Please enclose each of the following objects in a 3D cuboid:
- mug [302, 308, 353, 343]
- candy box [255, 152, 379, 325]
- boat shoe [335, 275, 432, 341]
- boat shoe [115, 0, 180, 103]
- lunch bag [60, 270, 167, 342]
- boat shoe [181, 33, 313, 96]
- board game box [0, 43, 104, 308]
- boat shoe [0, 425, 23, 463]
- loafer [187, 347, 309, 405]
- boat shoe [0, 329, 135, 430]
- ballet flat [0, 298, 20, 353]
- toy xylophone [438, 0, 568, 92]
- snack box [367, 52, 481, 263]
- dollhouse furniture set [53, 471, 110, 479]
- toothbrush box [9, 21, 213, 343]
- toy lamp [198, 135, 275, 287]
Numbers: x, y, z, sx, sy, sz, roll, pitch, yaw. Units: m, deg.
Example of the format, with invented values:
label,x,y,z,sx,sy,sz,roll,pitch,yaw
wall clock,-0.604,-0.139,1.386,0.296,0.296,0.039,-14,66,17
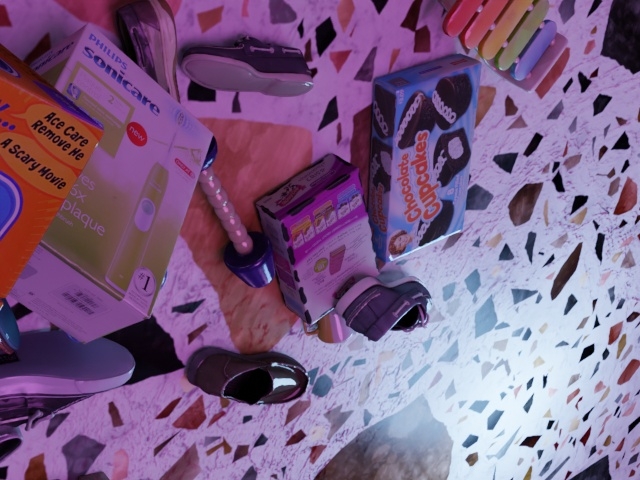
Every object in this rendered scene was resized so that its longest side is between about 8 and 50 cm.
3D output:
label,x,y,z,sx,sy,sz,roll,pitch,yaw
mug,0.016,0.137,1.678,0.078,0.062,0.064,-31,126,-33
candy box,0.000,0.000,1.561,0.159,0.071,0.233,-34,135,-23
boat shoe,0.131,0.130,1.698,0.116,0.099,0.319,-49,158,13
boat shoe,-0.220,-0.193,1.232,0.073,0.080,0.224,-14,124,-26
lunch bag,-0.302,0.011,1.275,0.176,0.090,0.219,-36,135,-19
boat shoe,-0.101,-0.243,1.333,0.206,0.075,0.065,4,71,-38
board game box,-0.486,-0.077,0.845,0.356,0.356,0.356,27,97,-49
boat shoe,-0.484,0.308,1.323,0.184,0.063,0.066,-31,134,-24
loafer,-0.105,0.238,1.610,0.251,0.087,0.094,12,108,-46
boat shoe,-0.398,0.199,1.297,0.306,0.113,0.105,-7,127,-37
ballet flat,-0.436,0.065,1.220,0.067,0.073,0.206,-13,126,-3
toy xylophone,0.302,-0.393,1.573,0.322,0.081,0.236,24,98,-48
snack box,0.169,-0.134,1.637,0.187,0.060,0.322,-22,130,-31
dollhouse furniture set,-0.325,0.490,1.518,0.242,0.161,0.212,-1,117,-42
toothbrush box,-0.261,-0.063,1.095,0.206,0.122,0.283,42,42,-31
toy lamp,-0.132,-0.035,1.416,0.080,0.080,0.275,-39,135,-17
